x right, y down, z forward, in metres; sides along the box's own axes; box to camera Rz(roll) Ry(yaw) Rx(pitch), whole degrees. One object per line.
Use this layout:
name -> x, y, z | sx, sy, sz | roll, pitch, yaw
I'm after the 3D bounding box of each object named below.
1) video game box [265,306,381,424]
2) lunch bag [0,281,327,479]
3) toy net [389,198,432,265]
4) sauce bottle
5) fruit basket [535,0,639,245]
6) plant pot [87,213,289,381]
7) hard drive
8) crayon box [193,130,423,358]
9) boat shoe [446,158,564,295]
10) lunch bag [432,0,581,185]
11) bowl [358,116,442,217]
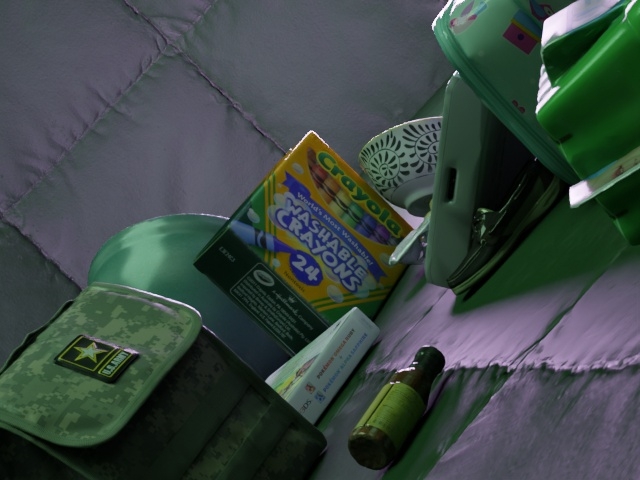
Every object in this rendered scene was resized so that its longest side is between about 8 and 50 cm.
video game box -> -0.039, 0.182, 1.948 | 0.187, 0.048, 0.205 | -48, 4, -40
lunch bag -> -0.173, 0.186, 1.639 | 0.169, 0.287, 0.235 | -43, 5, 39
toy net -> 0.166, -0.045, 2.077 | 0.232, 0.045, 0.122 | -51, 8, -28
sauce bottle -> 0.066, 0.134, 1.451 | 0.042, 0.042, 0.128 | -42, 5, 47
fruit basket -> 0.300, -0.163, 1.145 | 0.353, 0.165, 0.327 | -42, 6, 17
plant pot -> -0.168, 0.134, 2.331 | 0.293, 0.293, 0.196 | -43, 32, 37
hard drive -> 0.190, -0.134, 1.858 | 0.353, 0.047, 0.233 | -53, -27, -54
crayon box -> 0.000, 0.000, 2.164 | 0.083, 0.203, 0.323 | -43, 6, 34
boat shoe -> 0.169, -0.014, 1.712 | 0.152, 0.049, 0.056 | -48, 5, -7
lunch bag -> 0.216, -0.181, 1.640 | 0.108, 0.224, 0.279 | -44, 6, 26
bowl -> 0.137, -0.079, 2.204 | 0.170, 0.080, 0.170 | -8, -23, -4
